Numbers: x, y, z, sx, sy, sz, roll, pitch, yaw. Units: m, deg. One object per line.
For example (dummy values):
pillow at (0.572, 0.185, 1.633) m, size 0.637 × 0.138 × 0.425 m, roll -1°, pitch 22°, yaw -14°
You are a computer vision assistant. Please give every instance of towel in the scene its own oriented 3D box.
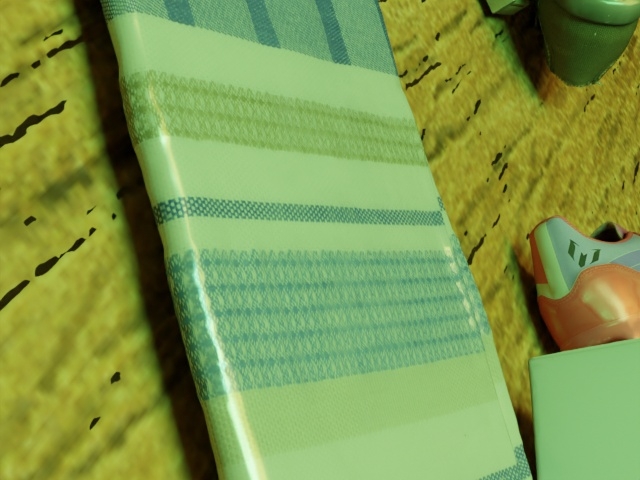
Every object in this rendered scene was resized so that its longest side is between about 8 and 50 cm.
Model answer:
towel at (0.000, 0.000, 0.478) m, size 0.209 × 0.034 × 0.285 m, roll -1°, pitch 71°, yaw -56°

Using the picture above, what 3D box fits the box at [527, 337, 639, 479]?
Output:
box at (0.168, 0.151, 0.549) m, size 0.130 × 0.091 × 0.170 m, roll 49°, pitch 35°, yaw -49°

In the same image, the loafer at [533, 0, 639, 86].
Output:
loafer at (0.189, -0.188, 0.835) m, size 0.094 × 0.087 × 0.251 m, roll 17°, pitch 32°, yaw 5°

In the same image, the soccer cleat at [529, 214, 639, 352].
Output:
soccer cleat at (0.213, 0.029, 0.729) m, size 0.248 × 0.083 × 0.095 m, roll -1°, pitch 67°, yaw -53°

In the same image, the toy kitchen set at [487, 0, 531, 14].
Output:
toy kitchen set at (0.124, -0.204, 0.741) m, size 0.068 × 0.075 × 0.083 m, roll -13°, pitch 78°, yaw -56°
